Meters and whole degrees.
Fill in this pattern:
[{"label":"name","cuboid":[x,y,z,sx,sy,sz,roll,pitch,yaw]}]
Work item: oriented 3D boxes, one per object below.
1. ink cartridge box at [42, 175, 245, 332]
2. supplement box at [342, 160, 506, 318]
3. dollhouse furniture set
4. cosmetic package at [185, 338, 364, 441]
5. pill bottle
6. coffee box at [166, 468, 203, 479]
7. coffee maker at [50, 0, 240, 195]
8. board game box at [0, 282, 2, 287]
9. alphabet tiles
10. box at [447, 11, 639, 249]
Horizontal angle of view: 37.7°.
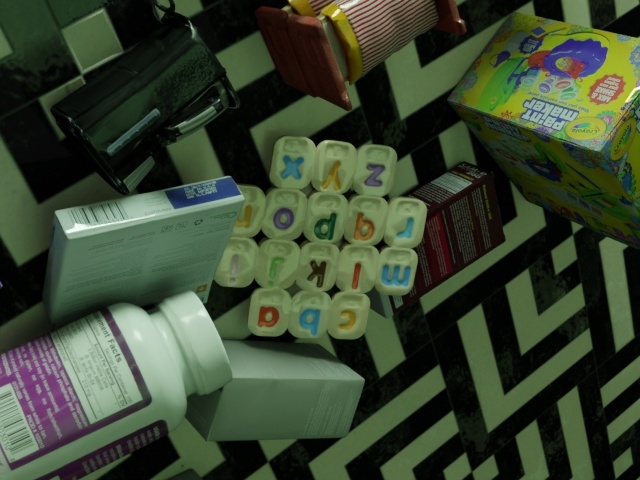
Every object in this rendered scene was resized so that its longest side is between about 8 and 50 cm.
[{"label":"ink cartridge box","cuboid":[-0.219,0.025,1.129,0.223,0.045,0.224,-14,149,-32]},{"label":"supplement box","cuboid":[0.158,-0.004,1.396,0.239,0.073,0.130,-30,124,-20]},{"label":"dollhouse furniture set","cuboid":[0.003,-0.363,1.074,0.201,0.152,0.374,-38,127,-17]},{"label":"cosmetic package","cuboid":[-0.073,0.204,1.289,0.237,0.127,0.107,5,107,-35]},{"label":"pill bottle","cuboid":[-0.263,0.175,1.094,0.301,0.169,0.169,-24,122,-17]},{"label":"coffee box","cuboid":[-0.211,0.500,1.323,0.168,0.119,0.297,-19,120,-29]},{"label":"coffee maker","cuboid":[-0.209,-0.167,1.051,0.178,0.120,0.171,-41,104,-16]},{"label":"board game box","cuboid":[-0.523,0.079,0.901,0.347,0.078,0.233,23,102,-46]},{"label":"alphabet tiles","cuboid":[0.000,0.000,1.261,0.284,0.021,0.278,4,107,-16]},{"label":"box","cuboid":[0.390,-0.153,1.356,0.177,0.290,0.279,-53,131,-5]}]
